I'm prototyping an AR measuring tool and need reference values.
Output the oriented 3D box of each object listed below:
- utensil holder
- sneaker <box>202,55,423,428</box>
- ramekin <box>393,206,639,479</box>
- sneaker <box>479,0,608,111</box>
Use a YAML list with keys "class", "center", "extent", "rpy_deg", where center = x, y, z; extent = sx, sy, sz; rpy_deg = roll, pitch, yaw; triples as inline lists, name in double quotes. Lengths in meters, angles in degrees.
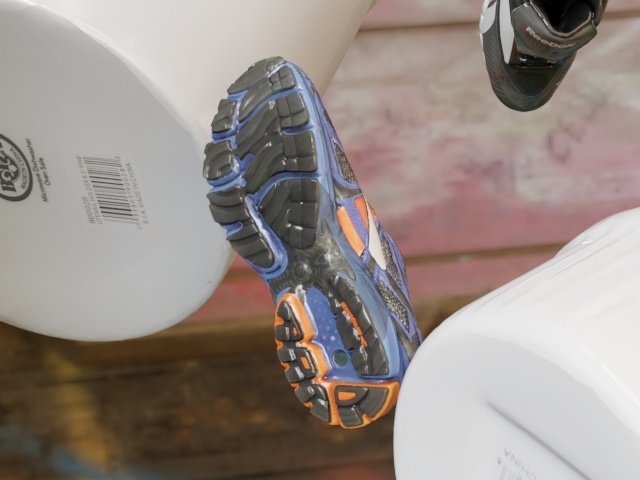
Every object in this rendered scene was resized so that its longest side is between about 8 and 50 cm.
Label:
- class: "utensil holder"
  center: [-0.142, -0.166, 1.314]
  extent: [0.327, 0.328, 0.385]
  rpy_deg: [95, -165, -45]
- class: "sneaker"
  center: [0.000, 0.000, 1.052]
  extent: [0.087, 0.083, 0.221]
  rpy_deg: [-1, -108, -60]
- class: "ramekin"
  center: [0.161, 0.132, 0.940]
  extent: [0.277, 0.135, 0.277]
  rpy_deg: [31, 132, 43]
- class: "sneaker"
  center: [0.166, -0.168, 1.366]
  extent: [0.234, 0.078, 0.106]
  rpy_deg: [101, 174, -48]
